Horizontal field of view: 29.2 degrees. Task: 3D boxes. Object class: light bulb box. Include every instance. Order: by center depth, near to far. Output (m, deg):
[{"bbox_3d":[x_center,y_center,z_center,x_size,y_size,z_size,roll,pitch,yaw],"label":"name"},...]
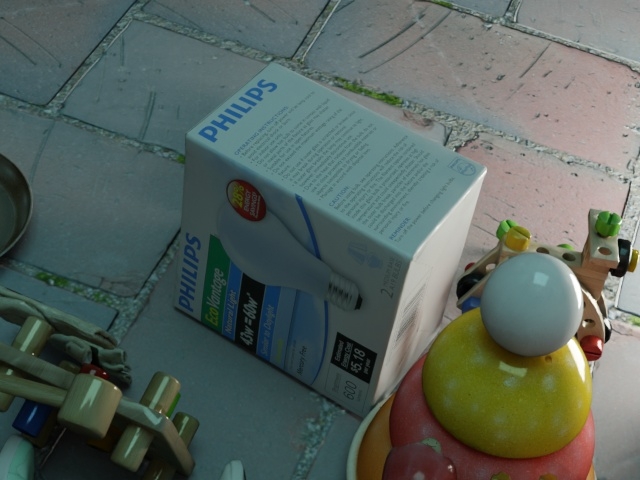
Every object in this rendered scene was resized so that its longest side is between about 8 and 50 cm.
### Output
[{"bbox_3d":[0.000,0.000,1.761,0.361,0.358,0.225,28,47,18],"label":"light bulb box"}]

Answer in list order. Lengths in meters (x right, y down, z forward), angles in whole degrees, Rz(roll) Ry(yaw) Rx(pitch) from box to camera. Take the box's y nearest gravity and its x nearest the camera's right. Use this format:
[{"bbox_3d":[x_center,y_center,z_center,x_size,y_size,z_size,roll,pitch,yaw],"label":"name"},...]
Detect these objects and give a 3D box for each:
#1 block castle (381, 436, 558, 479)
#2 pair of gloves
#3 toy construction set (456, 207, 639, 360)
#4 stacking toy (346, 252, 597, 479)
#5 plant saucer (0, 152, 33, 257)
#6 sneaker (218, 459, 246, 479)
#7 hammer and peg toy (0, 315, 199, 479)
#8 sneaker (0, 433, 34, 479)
[{"bbox_3d":[0.242,0.430,1.408,0.453,0.303,0.213,23,40,6],"label":"block castle"},{"bbox_3d":[-0.362,0.128,1.682,0.204,0.240,0.042,22,74,12],"label":"pair of gloves"},{"bbox_3d":[0.328,0.058,1.825,0.257,0.237,0.309,35,45,18],"label":"toy construction set"},{"bbox_3d":[0.232,0.200,1.527,0.351,0.480,0.350,5,47,-5],"label":"stacking toy"},{"bbox_3d":[-0.606,-0.040,1.911,0.311,0.050,0.310,5,46,-5],"label":"plant saucer"},{"bbox_3d":[-0.146,0.375,1.586,0.094,0.080,0.212,1,47,7],"label":"sneaker"},{"bbox_3d":[-0.298,0.195,1.536,0.266,0.361,0.127,22,69,12],"label":"hammer and peg toy"},{"bbox_3d":[-0.336,0.363,1.545,0.151,0.094,0.256,-3,57,-4],"label":"sneaker"}]
